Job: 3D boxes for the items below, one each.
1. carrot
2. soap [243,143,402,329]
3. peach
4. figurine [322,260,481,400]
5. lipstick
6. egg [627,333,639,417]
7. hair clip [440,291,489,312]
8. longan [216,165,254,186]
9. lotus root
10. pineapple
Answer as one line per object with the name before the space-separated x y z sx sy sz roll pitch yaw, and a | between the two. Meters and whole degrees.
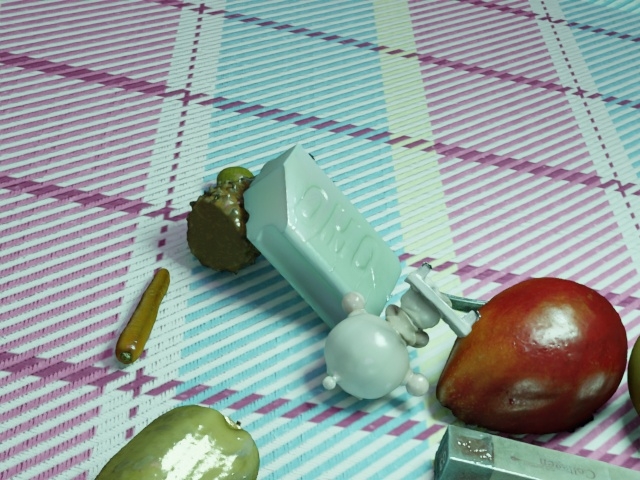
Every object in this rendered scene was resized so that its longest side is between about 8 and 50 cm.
carrot | -0.276 0.115 1.767 0.043 0.043 0.248 17 33 -1
soap | 0.000 0.000 1.862 0.289 0.095 0.173 48 41 -15
peach | 0.347 0.171 1.814 0.361 0.201 0.258 -11 44 -34
figurine | 0.111 0.161 1.749 0.256 0.182 0.144 -42 15 -11
lipstick | 0.356 0.365 1.654 0.371 0.080 0.076 14 34 -4
egg | 0.649 0.220 1.832 0.322 0.250 0.250 -5 39 -43
hair clip | 0.306 0.114 2.018 0.229 0.039 0.070 7 37 -13
longan | -0.161 -0.111 2.106 0.075 0.075 0.083 2 33 -21
lotus root | -0.203 0.334 1.402 0.169 0.151 0.342 38 39 7
pineapple | -0.092 -0.071 2.001 0.165 0.166 0.364 30 36 18
